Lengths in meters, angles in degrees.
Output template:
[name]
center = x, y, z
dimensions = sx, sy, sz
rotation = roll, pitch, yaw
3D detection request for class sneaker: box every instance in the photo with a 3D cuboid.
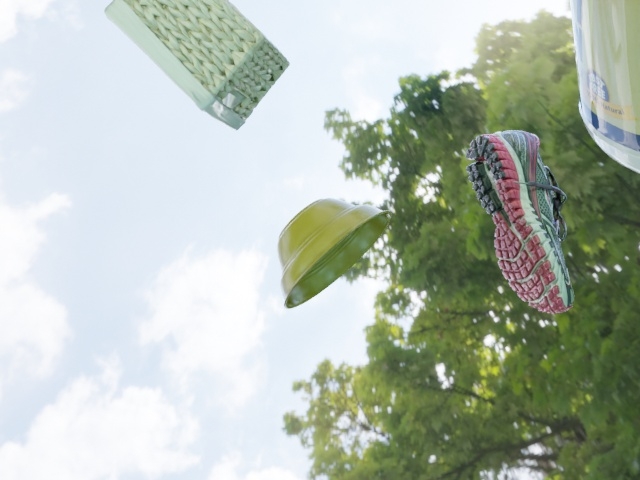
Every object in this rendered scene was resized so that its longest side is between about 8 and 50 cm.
[sneaker]
center = 0.332, -0.034, 1.251
dimensions = 0.112, 0.121, 0.299
rotation = -13, -100, -22

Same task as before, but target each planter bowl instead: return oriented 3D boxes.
[planter bowl]
center = 0.000, 0.000, 1.239
dimensions = 0.217, 0.217, 0.090
rotation = -45, -104, 13

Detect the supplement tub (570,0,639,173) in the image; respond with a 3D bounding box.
[supplement tub]
center = 0.286, -0.221, 0.562
dimensions = 0.228, 0.228, 0.316
rotation = -16, -54, 5

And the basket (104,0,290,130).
[basket]
center = -0.128, -0.218, 0.881
dimensions = 0.167, 0.113, 0.103
rotation = 45, -83, 13
